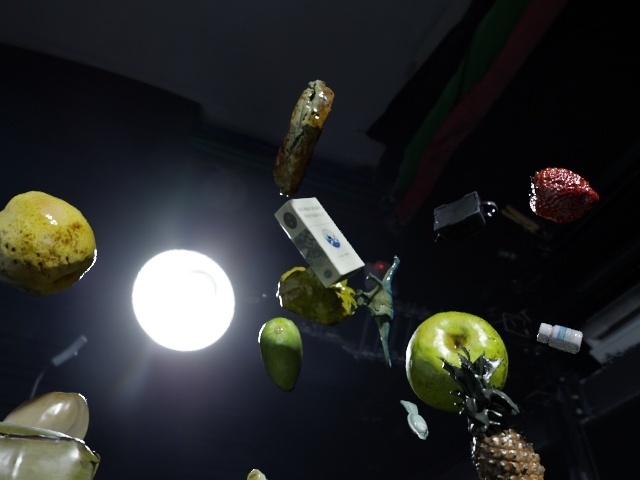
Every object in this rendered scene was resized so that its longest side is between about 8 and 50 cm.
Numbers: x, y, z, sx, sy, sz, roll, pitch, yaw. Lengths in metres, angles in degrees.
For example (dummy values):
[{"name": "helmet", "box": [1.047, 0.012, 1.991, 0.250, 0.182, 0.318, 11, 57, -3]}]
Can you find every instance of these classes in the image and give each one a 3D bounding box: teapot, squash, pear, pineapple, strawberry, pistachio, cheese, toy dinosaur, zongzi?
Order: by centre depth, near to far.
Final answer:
[{"name": "zongzi", "box": [-0.486, 0.340, 0.753, 0.360, 0.322, 0.160, 130, -26, -64]}, {"name": "pineapple", "box": [0.412, 0.425, 1.271, 0.165, 0.165, 0.365, -41, -114, 65]}, {"name": "strawberry", "box": [0.590, -0.109, 1.291, 0.148, 0.131, 0.131, 44, -61, 55]}, {"name": "teapot", "box": [0.360, -0.044, 1.314, 0.177, 0.096, 0.087, -25, -148, 28]}, {"name": "pear", "box": [-0.724, 0.007, 1.362, 0.271, 0.270, 0.272, -164, -90, -75]}, {"name": "pistachio", "box": [-0.749, 0.524, 1.388, 0.288, 0.197, 0.166, -50, -174, -37]}, {"name": "cheese", "box": [0.262, 0.493, 1.443, 0.026, 0.067, 0.121, -53, -151, 22]}, {"name": "squash", "box": [-0.105, 0.327, 1.463, 0.371, 0.118, 0.119, 88, 5, -54]}, {"name": "toy dinosaur", "box": [0.183, 0.195, 1.584, 0.076, 0.147, 0.363, -25, -129, 47]}, {"name": "pear", "box": [0.495, 0.457, 1.930, 0.391, 0.390, 0.392, -164, -90, -75]}]

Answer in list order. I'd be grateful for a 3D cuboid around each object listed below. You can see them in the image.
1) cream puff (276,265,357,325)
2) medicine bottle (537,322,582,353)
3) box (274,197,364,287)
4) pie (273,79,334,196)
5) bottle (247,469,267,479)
[{"name": "cream puff", "box": [-0.001, 0.156, 1.653, 0.282, 0.281, 0.185, -169, -81, -75]}, {"name": "medicine bottle", "box": [0.550, 0.223, 1.206, 0.052, 0.089, 0.052, -32, 129, -50]}, {"name": "box", "box": [0.000, 0.000, 1.492, 0.069, 0.257, 0.164, -41, 168, 25]}, {"name": "pie", "box": [-0.045, -0.273, 1.336, 0.308, 0.085, 0.309, -159, -90, -82]}, {"name": "bottle", "box": [-0.096, 0.647, 1.278, 0.083, 0.270, 0.083, -21, -149, 13]}]
